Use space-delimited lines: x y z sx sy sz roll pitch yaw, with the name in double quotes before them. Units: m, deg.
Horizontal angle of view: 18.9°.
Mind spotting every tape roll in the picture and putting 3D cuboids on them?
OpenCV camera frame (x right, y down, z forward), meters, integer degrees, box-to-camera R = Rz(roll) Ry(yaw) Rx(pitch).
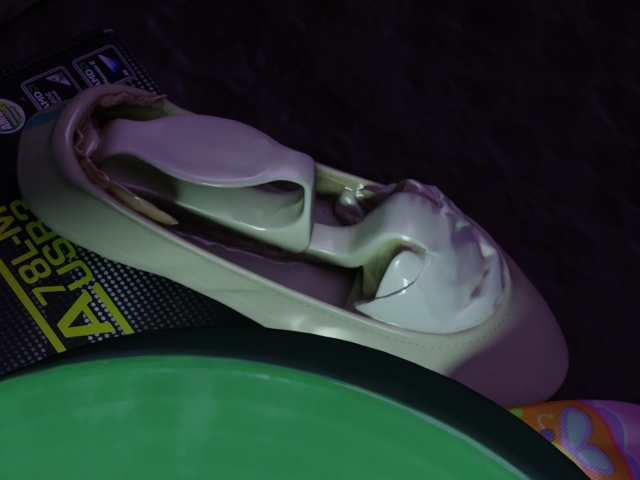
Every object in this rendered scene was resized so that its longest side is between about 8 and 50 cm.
"tape roll" -0.033 0.188 0.584 0.321 0.077 0.321 1 94 8

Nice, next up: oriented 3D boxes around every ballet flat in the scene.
"ballet flat" 0.000 0.000 0.767 0.248 0.086 0.086 20 57 -12

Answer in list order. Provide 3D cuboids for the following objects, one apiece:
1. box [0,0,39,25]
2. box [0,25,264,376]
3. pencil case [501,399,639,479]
"box" -0.095 -0.213 0.896 0.113 0.094 0.275 44 56 8
"box" -0.111 0.022 0.785 0.184 0.045 0.190 -27 73 -34
"pencil case" 0.096 0.202 0.719 0.124 0.124 0.284 3 61 -18
